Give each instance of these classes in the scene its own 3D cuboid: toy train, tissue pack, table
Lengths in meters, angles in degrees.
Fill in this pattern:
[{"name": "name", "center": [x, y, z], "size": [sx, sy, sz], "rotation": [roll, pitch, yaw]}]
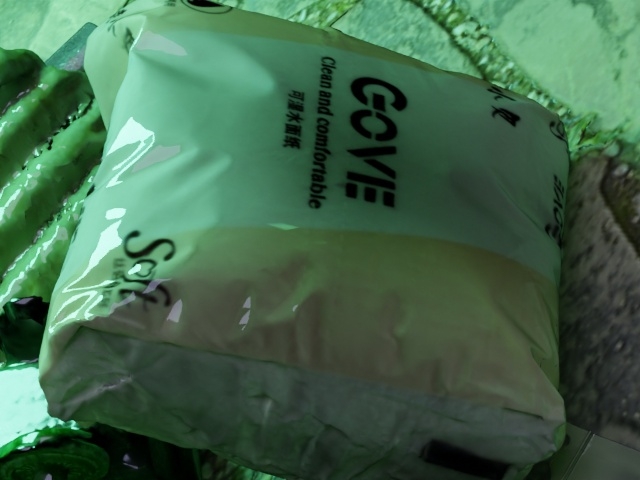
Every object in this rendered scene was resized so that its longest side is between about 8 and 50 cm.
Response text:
[{"name": "toy train", "center": [-0.233, 0.147, 1.107], "size": [0.266, 0.202, 0.145], "rotation": [-15, 61, 10]}, {"name": "tissue pack", "center": [0.000, 0.000, 1.050], "size": [0.390, 0.195, 0.375], "rotation": [13, 48, -9]}, {"name": "table", "center": [0.191, 0.175, 0.975], "size": [0.083, 0.079, 0.062], "rotation": [20, 65, 37]}]

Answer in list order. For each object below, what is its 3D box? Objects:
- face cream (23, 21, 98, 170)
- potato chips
[{"name": "face cream", "center": [-0.297, -0.091, 1.409], "size": [0.283, 0.073, 0.073], "rotation": [-46, 50, -11]}, {"name": "potato chips", "center": [-0.337, -0.009, 1.310], "size": [0.389, 0.097, 0.373], "rotation": [-33, 81, -3]}]
